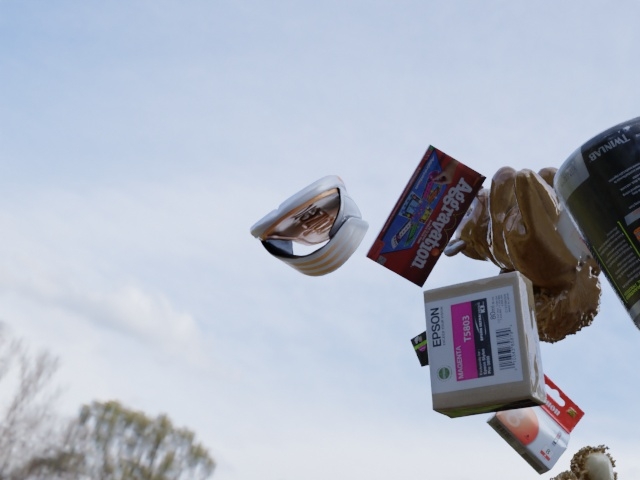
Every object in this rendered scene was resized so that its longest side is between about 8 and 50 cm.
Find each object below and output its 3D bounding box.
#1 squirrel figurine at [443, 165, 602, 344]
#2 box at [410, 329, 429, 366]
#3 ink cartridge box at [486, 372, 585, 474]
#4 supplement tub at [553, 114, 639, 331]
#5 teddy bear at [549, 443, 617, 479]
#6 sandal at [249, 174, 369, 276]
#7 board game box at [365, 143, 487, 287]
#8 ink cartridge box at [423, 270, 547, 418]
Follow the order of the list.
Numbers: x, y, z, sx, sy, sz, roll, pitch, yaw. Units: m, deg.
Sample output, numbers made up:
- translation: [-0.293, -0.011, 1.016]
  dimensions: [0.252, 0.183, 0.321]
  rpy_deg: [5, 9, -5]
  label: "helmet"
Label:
- translation: [0.433, 0.036, 2.096]
  dimensions: [0.281, 0.397, 0.370]
  rpy_deg: [-8, 1, -31]
  label: "squirrel figurine"
- translation: [0.229, 0.202, 1.906]
  dimensions: [0.052, 0.062, 0.083]
  rpy_deg: [-1, -28, -47]
  label: "box"
- translation: [0.422, 0.335, 1.858]
  dimensions: [0.145, 0.179, 0.045]
  rpy_deg: [45, -31, 6]
  label: "ink cartridge box"
- translation: [0.474, 0.001, 1.332]
  dimensions: [0.194, 0.316, 0.193]
  rpy_deg: [-21, -22, -9]
  label: "supplement tub"
- translation: [0.387, 0.472, 1.519]
  dimensions: [0.113, 0.245, 0.338]
  rpy_deg: [14, -42, 34]
  label: "teddy bear"
- translation: [0.009, -0.006, 1.040]
  dimensions: [0.102, 0.076, 0.265]
  rpy_deg: [-34, -10, 10]
  label: "sandal"
- translation: [0.229, -0.052, 2.122]
  dimensions: [0.145, 0.281, 0.027]
  rpy_deg: [29, 5, -6]
  label: "board game box"
- translation: [0.295, 0.191, 1.768]
  dimensions: [0.193, 0.234, 0.088]
  rpy_deg: [-15, -24, 27]
  label: "ink cartridge box"
